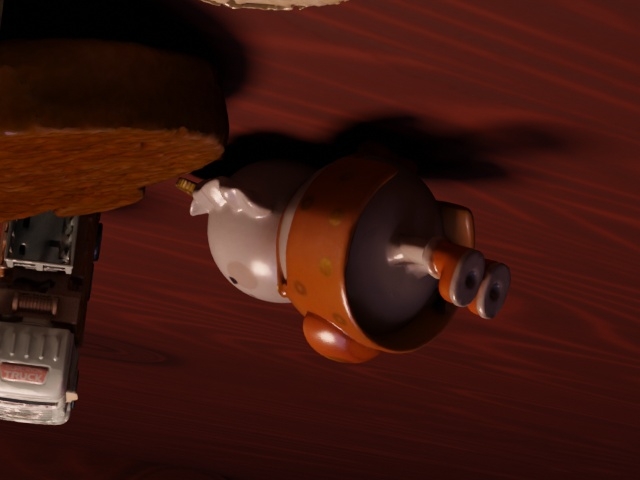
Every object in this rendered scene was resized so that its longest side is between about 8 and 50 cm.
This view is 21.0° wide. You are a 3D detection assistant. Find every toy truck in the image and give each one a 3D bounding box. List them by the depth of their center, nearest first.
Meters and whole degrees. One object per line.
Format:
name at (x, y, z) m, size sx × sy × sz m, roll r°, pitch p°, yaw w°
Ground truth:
toy truck at (-0.207, 0.039, 1.263) m, size 0.080 × 0.177 × 0.115 m, roll 7°, pitch 163°, yaw -6°

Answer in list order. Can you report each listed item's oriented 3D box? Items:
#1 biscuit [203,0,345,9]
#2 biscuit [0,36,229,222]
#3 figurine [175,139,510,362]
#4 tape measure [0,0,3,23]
biscuit at (-0.035, -0.144, 0.833) m, size 0.152 × 0.020 × 0.152 m, roll 5°, pitch 164°, yaw 1°
biscuit at (-0.233, -0.058, 1.060) m, size 0.394 × 0.070 × 0.350 m, roll -12°, pitch 173°, yaw 28°
figurine at (0.006, -0.008, 1.149) m, size 0.143 × 0.143 × 0.271 m, roll 23°, pitch -170°, yaw -48°
tape measure at (-0.262, -0.143, 0.730) m, size 0.246 × 0.125 × 0.243 m, roll -1°, pitch 161°, yaw 17°
